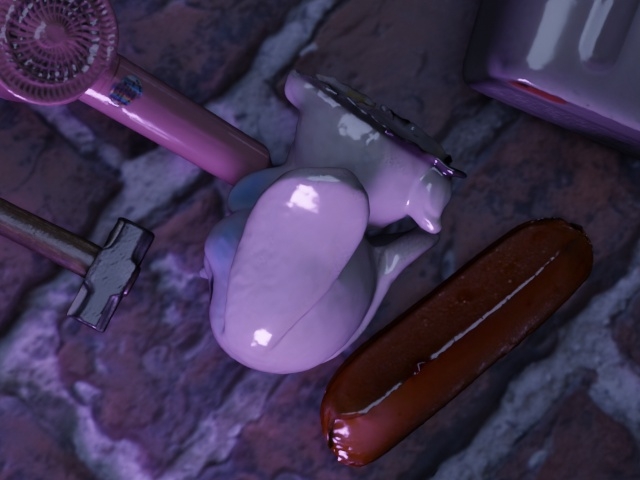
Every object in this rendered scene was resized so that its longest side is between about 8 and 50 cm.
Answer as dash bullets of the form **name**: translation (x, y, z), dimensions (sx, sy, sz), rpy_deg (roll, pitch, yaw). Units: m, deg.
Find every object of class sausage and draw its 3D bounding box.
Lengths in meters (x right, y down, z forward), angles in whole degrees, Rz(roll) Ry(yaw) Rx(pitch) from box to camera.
- **sausage**: translation (0.129, 0.094, 1.595), dimensions (0.330, 0.102, 0.102), rpy_deg (-38, 89, -9)

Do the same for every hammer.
- **hammer**: translation (-0.346, -0.038, 1.587), dimensions (0.365, 0.043, 0.111), rpy_deg (27, 83, -1)

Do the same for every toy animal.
- **toy animal**: translation (0.015, -0.009, 1.544), dimensions (0.174, 0.249, 0.289), rpy_deg (40, 121, 31)

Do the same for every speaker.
- **speaker**: translation (0.348, -0.173, 1.580), dimensions (0.406, 0.183, 0.184), rpy_deg (21, 87, -14)

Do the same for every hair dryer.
- **hair dryer**: translation (-0.195, -0.139, 1.561), dimensions (0.352, 0.210, 0.125), rpy_deg (32, 83, -27)
